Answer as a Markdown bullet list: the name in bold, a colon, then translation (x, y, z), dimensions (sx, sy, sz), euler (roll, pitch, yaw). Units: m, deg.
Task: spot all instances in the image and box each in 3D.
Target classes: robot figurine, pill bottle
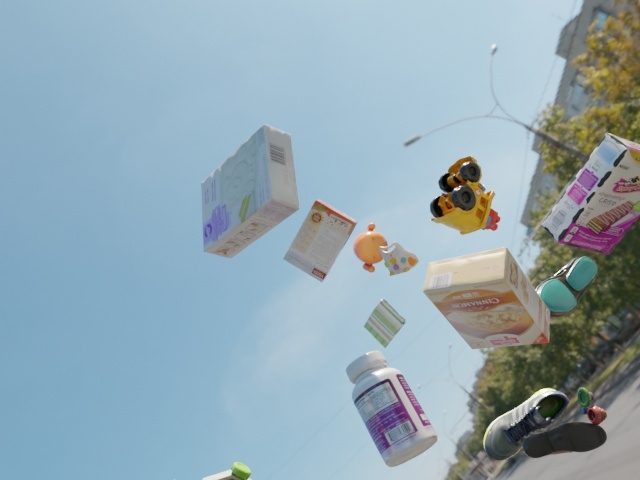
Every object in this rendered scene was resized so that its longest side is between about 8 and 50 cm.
- **robot figurine**: translation (0.191, 0.029, 2.138), dimensions (0.158, 0.128, 0.219), euler (-51, 1, -1)
- **pill bottle**: translation (0.195, 0.481, 1.629), dimensions (0.169, 0.301, 0.169), euler (-21, -31, -14)

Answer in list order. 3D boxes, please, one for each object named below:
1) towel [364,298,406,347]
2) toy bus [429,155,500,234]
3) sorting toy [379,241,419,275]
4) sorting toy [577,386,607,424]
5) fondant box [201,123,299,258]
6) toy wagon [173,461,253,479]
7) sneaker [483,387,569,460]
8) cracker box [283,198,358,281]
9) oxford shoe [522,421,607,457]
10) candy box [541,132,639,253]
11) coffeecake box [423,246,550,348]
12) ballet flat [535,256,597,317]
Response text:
- **towel**: translation (0.218, 0.281, 1.900), dimensions (0.023, 0.113, 0.152), euler (-23, -30, -43)
- **toy bus**: translation (0.483, -0.126, 1.780), dimensions (0.149, 0.211, 0.220), euler (-31, 35, 64)
- **sorting toy**: translation (0.175, 0.039, 1.323), dimensions (0.083, 0.075, 0.045), euler (-20, 19, 39)
- **sorting toy**: translation (0.712, 0.434, 1.461), dimensions (0.042, 0.102, 0.061), euler (-1, -45, -9)
- **fondant box**: translation (-0.204, -0.126, 1.540), dimensions (0.096, 0.238, 0.330), euler (15, -35, -38)
- **toy wagon**: translation (-0.258, 0.724, 1.483), dimensions (0.267, 0.344, 0.068), euler (-59, 8, -6)
- **sneaker**: translation (0.601, 0.529, 1.635), dimensions (0.300, 0.111, 0.121), euler (-37, -20, -11)
- **cracker box**: translation (0.000, 0.000, 1.862), dimensions (0.232, 0.156, 0.067), euler (-60, -6, 11)
- **oxford shoe**: translation (0.633, 0.521, 1.464), dimensions (0.212, 0.076, 0.076), euler (-12, -25, 8)
- **candy box**: translation (0.600, -0.091, 1.167), dimensions (0.159, 0.071, 0.233), euler (10, -58, -23)
- **coffeecake box**: translation (0.285, 0.105, 0.951), dimensions (0.185, 0.142, 0.068), euler (46, -134, -31)
- **ballet flat**: translation (0.594, 0.131, 1.388), dimensions (0.280, 0.095, 0.096), euler (-24, -21, -37)
